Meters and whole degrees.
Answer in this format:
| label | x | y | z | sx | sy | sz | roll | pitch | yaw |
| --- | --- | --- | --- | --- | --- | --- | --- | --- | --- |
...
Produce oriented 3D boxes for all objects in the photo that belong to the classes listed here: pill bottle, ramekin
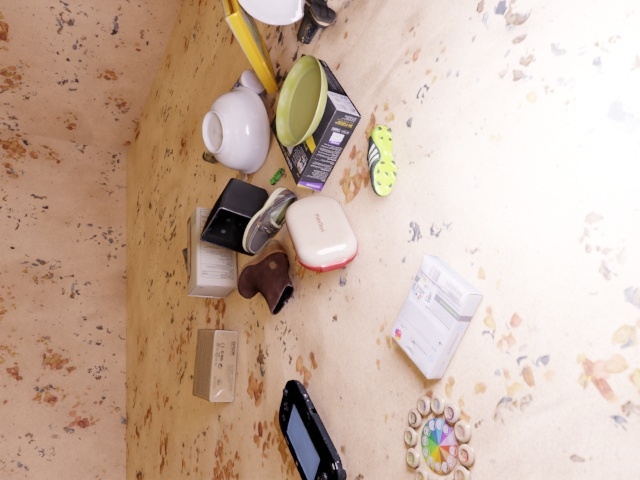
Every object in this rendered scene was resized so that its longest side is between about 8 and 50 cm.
| label | x | y | z | sx | sy | sz | roll | pitch | yaw |
| --- | --- | --- | --- | --- | --- | --- | --- | --- | --- |
| pill bottle | -0.269 | -0.524 | 1.985 | 0.169 | 0.094 | 0.094 | -33 | 55 | 52 |
| ramekin | -0.131 | -0.794 | 1.664 | 0.127 | 0.272 | 0.273 | -104 | 35 | -56 |

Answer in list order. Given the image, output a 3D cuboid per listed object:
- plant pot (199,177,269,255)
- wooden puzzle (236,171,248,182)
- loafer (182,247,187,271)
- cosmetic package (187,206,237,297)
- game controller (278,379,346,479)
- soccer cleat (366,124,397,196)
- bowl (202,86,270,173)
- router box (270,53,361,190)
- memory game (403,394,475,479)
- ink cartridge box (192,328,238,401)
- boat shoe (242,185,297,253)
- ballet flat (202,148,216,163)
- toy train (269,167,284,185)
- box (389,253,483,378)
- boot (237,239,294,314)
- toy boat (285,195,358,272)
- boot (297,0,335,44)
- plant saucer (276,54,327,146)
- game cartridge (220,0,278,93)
| label | x | y | z | sx | sy | sz | roll | pitch | yaw |
| --- | --- | --- | --- | --- | --- | --- | --- | --- | --- |
| plant pot | -0.257 | -0.087 | 1.789 | 0.187 | 0.188 | 0.167 | -47 | 31 | 45 |
| wooden puzzle | -0.278 | -0.241 | 2.012 | 0.116 | 0.014 | 0.079 | -22 | 69 | 57 |
| loafer | -0.501 | 0.096 | 2.255 | 0.251 | 0.094 | 0.088 | -136 | 34 | -65 |
| cosmetic package | -0.391 | 0.045 | 1.999 | 0.129 | 0.153 | 0.296 | -39 | 49 | 52 |
| game controller | -0.032 | 0.493 | 1.351 | 0.319 | 0.067 | 0.167 | 53 | 128 | 52 |
| soccer cleat | 0.133 | -0.173 | 1.252 | 0.072 | 0.060 | 0.179 | 135 | 141 | -60 |
| bowl | -0.310 | -0.369 | 1.893 | 0.297 | 0.134 | 0.298 | 17 | 112 | 47 |
| router box | -0.024 | -0.326 | 1.527 | 0.243 | 0.081 | 0.309 | -59 | 37 | 33 |
| memory game | 0.211 | 0.375 | 1.015 | 0.186 | 0.012 | 0.186 | -23 | 63 | 56 |
| ink cartridge box | -0.363 | 0.424 | 1.916 | 0.193 | 0.088 | 0.235 | -12 | 73 | 60 |
| boat shoe | -0.146 | -0.055 | 1.631 | 0.073 | 0.080 | 0.224 | 30 | 85 | 50 |
| ballet flat | -0.417 | -0.356 | 2.225 | 0.213 | 0.068 | 0.072 | -19 | 67 | 57 |
| toy train | -0.136 | -0.200 | 1.754 | 0.083 | 0.017 | 0.024 | -40 | 59 | 49 |
| box | 0.212 | 0.142 | 1.048 | 0.145 | 0.038 | 0.186 | 48 | 123 | 53 |
| boot | -0.167 | 0.140 | 1.642 | 0.248 | 0.090 | 0.207 | -55 | 36 | 31 |
| toy boat | 0.000 | 0.000 | 1.379 | 0.151 | 0.150 | 0.231 | 87 | 166 | -48 |
| boot | -0.018 | -0.613 | 1.613 | 0.198 | 0.076 | 0.137 | -100 | 27 | -51 |
| plant saucer | -0.045 | -0.358 | 1.453 | 0.241 | 0.037 | 0.241 | -24 | 61 | 55 |
| game cartridge | -0.230 | -0.667 | 1.790 | 0.052 | 0.324 | 0.285 | -23 | 54 | 9 |
